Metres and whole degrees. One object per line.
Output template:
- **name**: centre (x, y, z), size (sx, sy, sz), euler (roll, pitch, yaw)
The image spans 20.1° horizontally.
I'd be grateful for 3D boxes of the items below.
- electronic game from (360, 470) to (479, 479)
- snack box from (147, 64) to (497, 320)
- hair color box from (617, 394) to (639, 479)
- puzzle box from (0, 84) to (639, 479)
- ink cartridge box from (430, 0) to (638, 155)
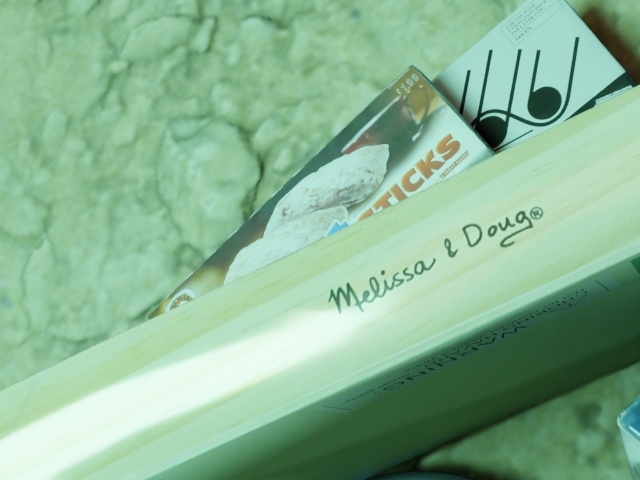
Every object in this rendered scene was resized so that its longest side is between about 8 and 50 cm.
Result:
- **electronic game**: centre (0.036, 0.215, 0.796), size (0.229, 0.048, 0.229), euler (-10, 68, 25)
- **snack box**: centre (0.000, 0.000, 0.856), size (0.178, 0.022, 0.064), euler (-43, 58, 8)
- **hair color box**: centre (0.264, 0.169, 0.604), size (0.105, 0.174, 0.347), euler (-40, 56, -11)
- **puzzle box**: centre (0.087, 0.018, 0.688), size (0.409, 0.272, 0.052), euler (-25, 76, 11)
- **ink cartridge box**: centre (0.063, -0.019, 0.870), size (0.207, 0.046, 0.097), euler (-40, 57, 10)
